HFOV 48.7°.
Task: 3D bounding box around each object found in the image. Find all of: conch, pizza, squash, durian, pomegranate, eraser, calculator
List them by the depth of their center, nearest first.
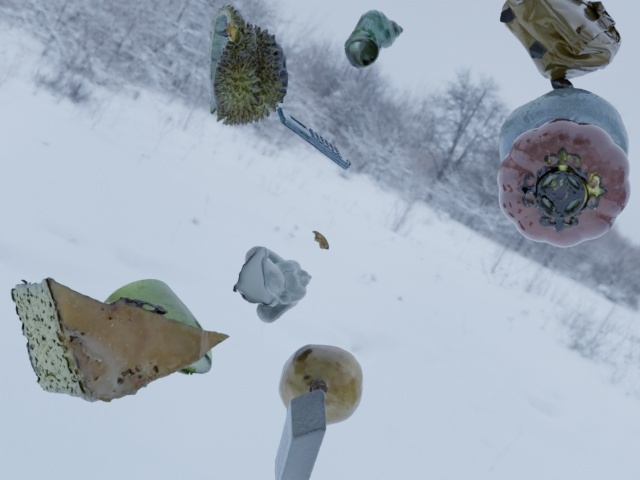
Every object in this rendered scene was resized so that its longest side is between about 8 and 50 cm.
[{"bbox_3d":[-0.127,-0.314,1.261,0.138,0.193,0.237,-1,-12,-10],"label":"durian"},{"bbox_3d":[-0.010,-0.185,1.302,0.172,0.018,0.057,32,21,-31],"label":"calculator"},{"bbox_3d":[-0.054,0.497,1.713,0.077,0.352,0.111,6,44,-8],"label":"eraser"},{"bbox_3d":[-0.440,0.280,1.999,0.309,0.210,0.233,48,-25,38],"label":"squash"},{"bbox_3d":[0.000,0.000,2.233,0.083,0.037,0.016,50,-29,-17],"label":"pizza"},{"bbox_3d":[0.174,-0.675,2.358,0.122,0.188,0.175,8,64,-53],"label":"conch"},{"bbox_3d":[0.001,0.479,2.384,0.307,0.307,0.307,27,9,-5],"label":"pomegranate"}]

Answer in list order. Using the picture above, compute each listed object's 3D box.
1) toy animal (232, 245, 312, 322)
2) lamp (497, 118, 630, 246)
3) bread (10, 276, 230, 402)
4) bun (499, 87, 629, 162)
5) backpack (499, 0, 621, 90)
[{"bbox_3d":[-0.160,0.156,2.394,0.174,0.249,0.289,-19,-40,33],"label":"toy animal"},{"bbox_3d":[0.563,-0.129,1.648,0.305,0.305,0.239,30,21,11],"label":"lamp"},{"bbox_3d":[-0.396,0.147,1.368,0.248,0.279,0.315,-12,14,46],"label":"bread"},{"bbox_3d":[0.684,-0.267,2.001,0.362,0.362,0.211,27,32,-8],"label":"bun"},{"bbox_3d":[0.709,-0.607,2.057,0.378,0.201,0.353,-5,60,-35],"label":"backpack"}]
